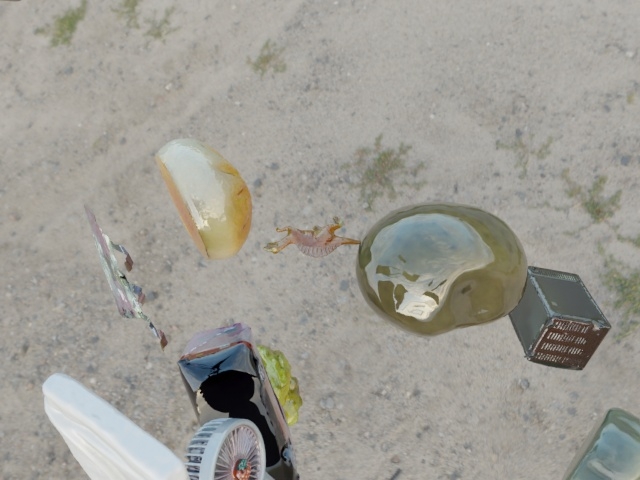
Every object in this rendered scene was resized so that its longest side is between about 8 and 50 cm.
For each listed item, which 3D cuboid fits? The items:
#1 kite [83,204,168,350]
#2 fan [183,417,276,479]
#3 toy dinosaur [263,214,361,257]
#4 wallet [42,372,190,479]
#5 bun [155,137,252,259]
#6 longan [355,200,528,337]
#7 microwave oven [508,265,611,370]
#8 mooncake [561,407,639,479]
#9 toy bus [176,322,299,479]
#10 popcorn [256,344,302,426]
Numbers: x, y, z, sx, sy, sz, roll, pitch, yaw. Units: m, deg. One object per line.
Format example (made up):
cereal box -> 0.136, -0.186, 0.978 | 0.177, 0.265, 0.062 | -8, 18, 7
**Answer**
kite -> -0.286, 0.058, 0.755 | 0.022, 0.204, 0.360 | -21, 20, -27
fan -> -0.104, 0.340, 0.728 | 0.074, 0.244, 0.130 | -6, 47, 24
toy dinosaur -> -0.001, -0.001, 1.123 | 0.211, 0.057, 0.142 | 11, 34, 19
wallet -> -0.144, 0.171, 0.389 | 0.124, 0.183, 0.032 | 28, 50, 14
bun -> -0.253, -0.107, 1.219 | 0.164, 0.299, 0.299 | -26, 58, -18
longan -> 0.243, 0.057, 1.062 | 0.349, 0.288, 0.289 | -4, 62, -8
microwave oven -> 0.643, 0.217, 1.455 | 0.177, 0.188, 0.248 | 13, 34, -6
mooncake -> 0.627, 0.498, 1.136 | 0.135, 0.275, 0.275 | 32, 79, 34
toy bus -> -0.130, 0.291, 0.882 | 0.127, 0.303, 0.147 | -18, 21, 0
popcorn -> -0.136, 0.313, 1.102 | 0.197, 0.156, 0.198 | -13, 41, 11
